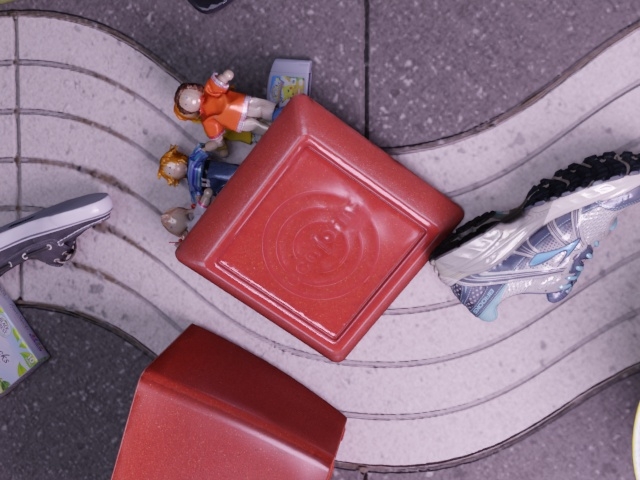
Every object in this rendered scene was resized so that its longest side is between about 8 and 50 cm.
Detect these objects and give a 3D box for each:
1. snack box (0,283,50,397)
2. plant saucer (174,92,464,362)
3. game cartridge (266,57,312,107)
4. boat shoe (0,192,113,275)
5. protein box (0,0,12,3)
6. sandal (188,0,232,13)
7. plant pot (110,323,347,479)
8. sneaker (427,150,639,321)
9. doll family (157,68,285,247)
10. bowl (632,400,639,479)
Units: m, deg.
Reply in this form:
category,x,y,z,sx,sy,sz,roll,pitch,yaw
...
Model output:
category,x,y,z,sx,sy,sz,roll,pitch,yaw
snack box,-0.455,0.136,1.617,0.100,0.037,0.141,-39,82,16
plant saucer,0.000,0.000,1.386,0.259,0.048,0.258,35,106,-15
game cartridge,-0.040,-0.186,1.462,0.056,0.017,0.083,6,96,22
boat shoe,-0.368,0.002,1.560,0.228,0.080,0.076,-20,105,16
protein box,-0.502,-0.414,1.536,0.199,0.136,0.201,-7,92,19
sandal,-0.103,-0.403,1.444,0.097,0.054,0.254,36,104,13
plant pot,-0.109,0.285,1.408,0.235,0.267,0.267,18,100,4
sneaker,0.273,-0.003,1.340,0.283,0.110,0.122,-28,103,21
doll family,-0.125,-0.103,1.461,0.163,0.118,0.263,16,117,10
bowl,0.463,0.196,1.149,0.289,0.156,0.290,1,93,21
